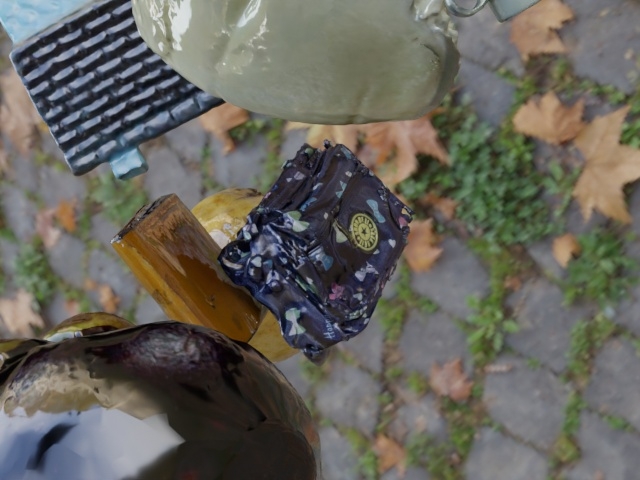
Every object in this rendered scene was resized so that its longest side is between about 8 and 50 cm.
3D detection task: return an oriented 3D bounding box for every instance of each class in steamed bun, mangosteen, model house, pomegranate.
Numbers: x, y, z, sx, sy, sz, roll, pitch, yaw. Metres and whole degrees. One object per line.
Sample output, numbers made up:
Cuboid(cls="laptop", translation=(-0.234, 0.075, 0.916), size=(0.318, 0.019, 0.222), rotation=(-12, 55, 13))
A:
Cuboid(cls="steamed bun", translation=(-0.004, -0.221, 1.077), size=(0.290, 0.273, 0.272), rotation=(92, 158, -54))
Cuboid(cls="mangosteen", translation=(-0.138, 0.169, 0.964), size=(0.287, 0.287, 0.233), rotation=(0, 93, 41))
Cuboid(cls="model house", translation=(-0.175, -0.199, 1.469), size=(0.241, 0.261, 0.226), rotation=(62, 179, 15))
Cuboid(cls="pomegranate", translation=(-0.098, 0.051, 1.962), size=(0.260, 0.260, 0.260), rotation=(19, 123, 32))

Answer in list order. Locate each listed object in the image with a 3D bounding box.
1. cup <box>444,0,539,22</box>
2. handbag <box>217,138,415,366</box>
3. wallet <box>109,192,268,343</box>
Cuboid(cls="cup", translation=(0.097, -0.171, 0.817), size=(0.075, 0.054, 0.083), rotation=(-35, 98, 12))
Cuboid(cls="handbag", translation=(0.000, 0.000, 1.392), size=(0.162, 0.260, 0.113), rotation=(46, 125, -8))
Cuboid(cls="wallet", translation=(-0.123, 0.038, 1.310), size=(0.042, 0.195, 0.161), rotation=(-39, 98, 14))
